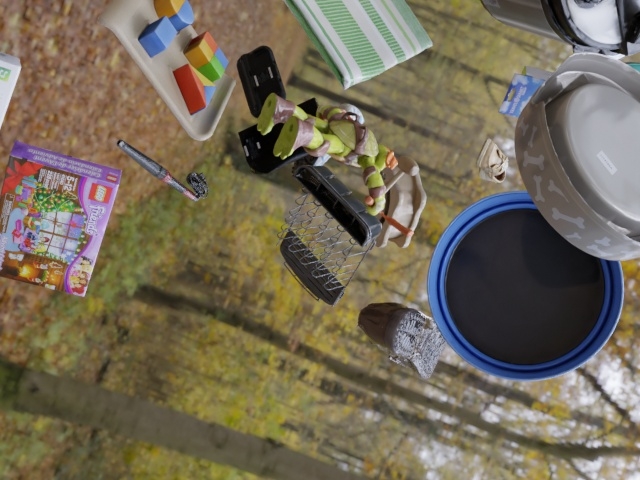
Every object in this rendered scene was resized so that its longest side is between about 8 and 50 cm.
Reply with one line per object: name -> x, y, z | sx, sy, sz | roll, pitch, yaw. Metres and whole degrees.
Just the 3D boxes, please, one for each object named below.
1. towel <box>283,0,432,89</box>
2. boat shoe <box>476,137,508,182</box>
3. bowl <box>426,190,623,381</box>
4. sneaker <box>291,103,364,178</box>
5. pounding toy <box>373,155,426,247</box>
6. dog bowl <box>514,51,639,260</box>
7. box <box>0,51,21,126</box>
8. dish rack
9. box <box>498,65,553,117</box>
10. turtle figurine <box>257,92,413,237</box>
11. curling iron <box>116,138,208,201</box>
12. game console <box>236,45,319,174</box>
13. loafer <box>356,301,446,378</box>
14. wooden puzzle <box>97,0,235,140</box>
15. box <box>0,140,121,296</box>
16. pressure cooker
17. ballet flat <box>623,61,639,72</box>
towel -> 0.080, -0.459, 1.885 | 0.038, 0.247, 0.325 | -33, -178, 44
boat shoe -> 0.367, -0.166, 1.914 | 0.063, 0.059, 0.170 | -64, 162, -6
bowl -> 0.417, 0.093, 1.872 | 0.391, 0.391, 0.077 | -67, 167, 0
sneaker -> 0.020, -0.237, 2.288 | 0.237, 0.086, 0.085 | -48, -137, 12
pounding toy -> 0.151, -0.108, 2.194 | 0.154, 0.155, 0.269 | -119, -142, -47
dog bowl -> 0.457, -0.125, 1.442 | 0.102, 0.349, 0.348 | -41, -157, 51
box -> -0.646, -0.180, 1.462 | 0.322, 0.232, 0.058 | -65, -152, 16
dish rack -> 0.000, 0.000, 1.818 | 0.074, 0.208, 0.271 | -20, 149, -44
box -> 0.474, -0.297, 1.902 | 0.042, 0.178, 0.109 | -79, -177, -46
turtle figurine -> 0.031, -0.127, 1.259 | 0.087, 0.217, 0.269 | -48, -134, 31
curling iron -> -0.357, -0.162, 2.058 | 0.035, 0.274, 0.068 | -9, -115, 39
game console -> -0.117, -0.345, 2.281 | 0.044, 0.213, 0.361 | 49, 20, -61
loafer -> 0.184, 0.200, 1.989 | 0.133, 0.130, 0.366 | -61, 152, -10
wooden puzzle -> -0.322, -0.436, 2.069 | 0.081, 0.348, 0.322 | -27, -153, 25
box -> -0.517, -0.035, 1.748 | 0.057, 0.201, 0.293 | -96, -154, -52
pressure cooker -> 0.572, -0.599, 1.963 | 0.375, 0.370, 0.420 | -64, -148, 10
ballet flat -> 0.544, -0.283, 1.755 | 0.106, 0.316, 0.107 | 154, -70, -65
